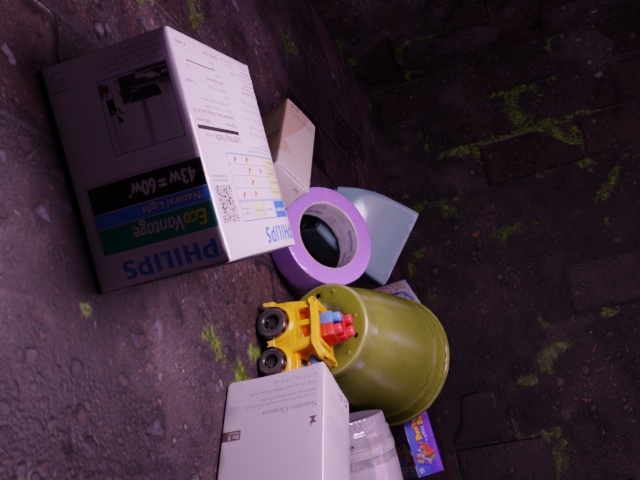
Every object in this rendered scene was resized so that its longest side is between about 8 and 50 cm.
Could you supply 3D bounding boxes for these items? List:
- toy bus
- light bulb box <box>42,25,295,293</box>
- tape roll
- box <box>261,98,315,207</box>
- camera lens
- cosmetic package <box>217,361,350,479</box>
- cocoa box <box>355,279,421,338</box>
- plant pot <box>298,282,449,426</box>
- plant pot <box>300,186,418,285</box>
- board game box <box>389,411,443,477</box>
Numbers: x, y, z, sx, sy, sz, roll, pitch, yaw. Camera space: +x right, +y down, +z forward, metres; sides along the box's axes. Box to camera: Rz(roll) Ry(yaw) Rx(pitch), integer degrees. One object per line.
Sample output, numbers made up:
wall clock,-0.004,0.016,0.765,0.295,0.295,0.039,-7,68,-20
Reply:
toy bus,-0.024,0.242,1.613,0.149,0.211,0.220,55,26,-54
light bulb box,-0.234,-0.126,1.201,0.358,0.225,0.361,-16,91,-75
tape roll,0.000,0.000,1.875,0.275,0.090,0.275,15,62,-30
box,-0.110,-0.217,1.828,0.121,0.148,0.311,44,29,-28
camera lens,0.083,0.558,1.658,0.219,0.219,0.274,13,63,-73
cosmetic package,-0.064,0.439,1.283,0.385,0.217,0.156,-91,159,-48
cocoa box,0.227,0.300,2.243,0.347,0.228,0.231,-106,177,-77
plant pot,0.100,0.272,1.831,0.353,0.366,0.366,35,41,-52
plant pot,0.091,-0.033,2.111,0.252,0.247,0.248,31,77,-21
board game box,0.227,0.570,2.065,0.347,0.078,0.233,126,-49,-67
